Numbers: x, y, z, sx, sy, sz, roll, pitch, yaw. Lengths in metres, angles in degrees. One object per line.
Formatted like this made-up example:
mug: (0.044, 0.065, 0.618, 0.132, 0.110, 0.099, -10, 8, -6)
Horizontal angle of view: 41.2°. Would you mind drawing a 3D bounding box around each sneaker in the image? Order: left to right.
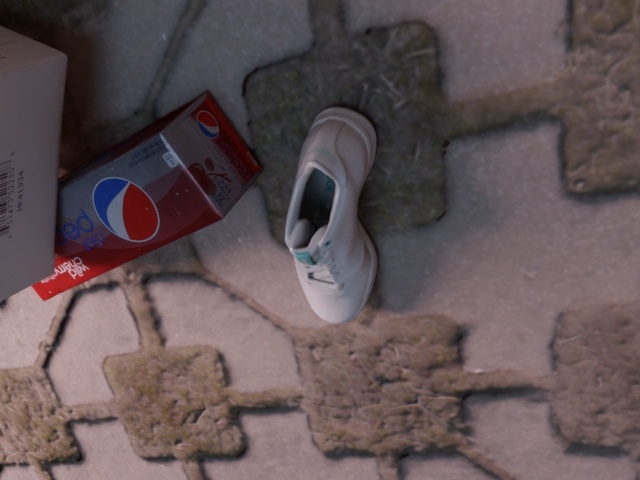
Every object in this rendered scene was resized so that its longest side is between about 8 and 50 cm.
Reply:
sneaker: (0.000, 0.000, 0.712, 0.080, 0.094, 0.212, 10, 128, 16)

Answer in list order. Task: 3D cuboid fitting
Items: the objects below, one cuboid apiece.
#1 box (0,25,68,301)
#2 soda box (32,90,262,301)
box: (-0.404, -0.098, 0.717, 0.345, 0.168, 0.215, 25, 121, 19)
soda box: (-0.184, -0.033, 0.779, 0.263, 0.083, 0.092, -21, 113, 36)
